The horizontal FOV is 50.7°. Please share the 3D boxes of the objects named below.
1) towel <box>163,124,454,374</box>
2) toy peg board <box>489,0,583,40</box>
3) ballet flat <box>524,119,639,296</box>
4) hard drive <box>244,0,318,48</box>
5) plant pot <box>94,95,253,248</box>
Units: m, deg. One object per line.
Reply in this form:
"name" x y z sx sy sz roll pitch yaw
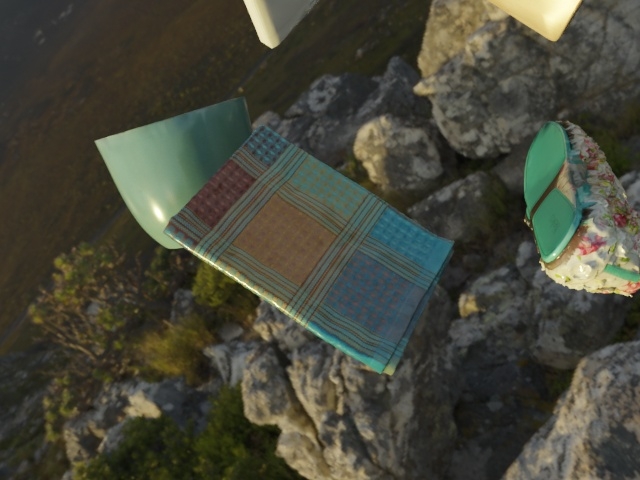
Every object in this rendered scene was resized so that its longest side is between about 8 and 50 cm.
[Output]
"towel" 0.000 0.000 0.987 0.271 0.370 0.040 -55 -3 -39
"toy peg board" 0.210 -0.309 0.642 0.079 0.161 0.161 -43 -16 -33
"ballet flat" 0.214 -0.026 0.554 0.241 0.077 0.091 -67 3 -57
"hard drive" -0.052 -0.456 1.013 0.040 0.307 0.203 37 80 19
"plant pot" -0.248 -0.123 1.298 0.293 0.235 0.293 -16 14 4
